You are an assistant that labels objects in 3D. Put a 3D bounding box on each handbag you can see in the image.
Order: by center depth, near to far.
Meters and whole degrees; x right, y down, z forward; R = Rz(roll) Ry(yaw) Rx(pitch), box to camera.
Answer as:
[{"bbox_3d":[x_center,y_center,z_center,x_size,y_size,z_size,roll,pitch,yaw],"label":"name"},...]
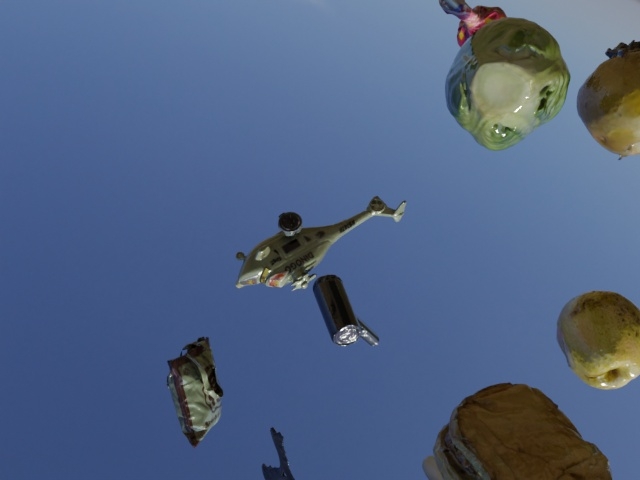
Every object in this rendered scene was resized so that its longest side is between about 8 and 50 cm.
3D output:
[{"bbox_3d":[-0.315,0.387,1.773,0.127,0.235,0.213,-7,-173,12],"label":"handbag"}]

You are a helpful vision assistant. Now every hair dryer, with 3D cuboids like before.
[{"bbox_3d":[0.092,0.227,1.918,0.251,0.089,0.197,40,-162,-40],"label":"hair dryer"}]

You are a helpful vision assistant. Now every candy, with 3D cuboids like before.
[{"bbox_3d":[0.301,-0.494,1.481,0.365,0.124,0.124,12,-150,-51],"label":"candy"}]

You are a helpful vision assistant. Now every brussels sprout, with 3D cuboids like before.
[{"bbox_3d":[0.329,-0.279,1.224,0.210,0.219,0.271,49,-159,-1],"label":"brussels sprout"}]

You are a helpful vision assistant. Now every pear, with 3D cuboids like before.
[{"bbox_3d":[0.515,0.184,1.260,0.178,0.178,0.178,22,-151,-12],"label":"pear"}]

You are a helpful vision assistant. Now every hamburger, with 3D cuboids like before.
[{"bbox_3d":[0.341,0.389,1.173,0.259,0.145,0.283,-8,-144,-20],"label":"hamburger"}]

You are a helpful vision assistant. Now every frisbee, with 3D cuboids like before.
[{"bbox_3d":[-0.075,0.453,1.368,0.012,0.187,0.211,-22,-162,-30],"label":"frisbee"}]

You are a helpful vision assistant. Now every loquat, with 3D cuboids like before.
[{"bbox_3d":[0.650,-0.297,1.421,0.244,0.244,0.244,22,-151,-12],"label":"loquat"}]

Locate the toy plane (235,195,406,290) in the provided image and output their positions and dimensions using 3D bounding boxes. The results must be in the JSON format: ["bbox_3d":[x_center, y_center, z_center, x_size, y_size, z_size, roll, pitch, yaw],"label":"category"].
[{"bbox_3d":[0.000,0.000,1.073,0.286,0.092,0.108,-30,-115,-17],"label":"toy plane"}]

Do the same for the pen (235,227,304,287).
[{"bbox_3d":[-0.130,0.045,1.799,0.032,0.233,0.040,50,180,10],"label":"pen"}]

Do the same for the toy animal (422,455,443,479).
[{"bbox_3d":[0.215,0.542,1.349,0.178,0.193,0.127,48,-134,12],"label":"toy animal"}]
